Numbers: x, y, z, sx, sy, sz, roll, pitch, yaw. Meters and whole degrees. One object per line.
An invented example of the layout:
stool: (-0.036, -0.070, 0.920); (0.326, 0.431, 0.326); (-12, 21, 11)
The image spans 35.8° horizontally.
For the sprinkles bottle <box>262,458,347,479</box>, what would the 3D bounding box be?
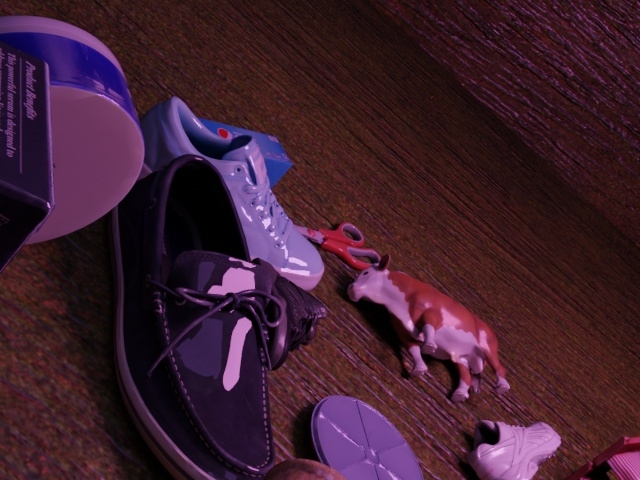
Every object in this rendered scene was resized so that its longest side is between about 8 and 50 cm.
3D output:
sprinkles bottle: (-0.076, 0.348, 0.901); (0.121, 0.121, 0.355); (44, 35, -1)

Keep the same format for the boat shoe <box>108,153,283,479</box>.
boat shoe: (-0.144, 0.088, 1.196); (0.187, 0.156, 0.500); (23, 35, -40)

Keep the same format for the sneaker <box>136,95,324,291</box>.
sneaker: (-0.118, -0.067, 1.453); (0.366, 0.150, 0.135); (36, 29, -16)

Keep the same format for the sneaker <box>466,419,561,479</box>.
sneaker: (0.302, 0.320, 1.567); (0.115, 0.090, 0.232); (47, 26, 13)

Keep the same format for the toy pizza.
toy pizza: (0.060, 0.296, 1.320); (0.201, 0.032, 0.201); (35, 28, -21)

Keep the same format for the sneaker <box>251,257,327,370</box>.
sneaker: (-0.044, 0.115, 1.346); (0.130, 0.087, 0.227); (31, 14, -20)

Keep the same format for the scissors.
scissors: (0.000, 0.000, 1.667); (0.297, 0.021, 0.109); (9, 45, -51)

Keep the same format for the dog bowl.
dog bowl: (-0.332, -0.113, 1.090); (0.265, 0.265, 0.104); (14, 41, -45)

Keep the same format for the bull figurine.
bull figurine: (0.185, 0.148, 1.633); (0.310, 0.101, 0.188); (26, 36, -28)

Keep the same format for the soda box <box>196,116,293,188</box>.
soda box: (-0.146, -0.138, 1.602); (0.210, 0.071, 0.067); (8, 43, -50)

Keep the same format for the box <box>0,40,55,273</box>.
box: (-0.465, -0.071, 0.812); (0.395, 0.293, 0.212); (25, 33, -35)

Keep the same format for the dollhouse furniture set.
dollhouse furniture set: (0.441, 0.433, 1.524); (0.374, 0.152, 0.201); (7, 45, -51)
